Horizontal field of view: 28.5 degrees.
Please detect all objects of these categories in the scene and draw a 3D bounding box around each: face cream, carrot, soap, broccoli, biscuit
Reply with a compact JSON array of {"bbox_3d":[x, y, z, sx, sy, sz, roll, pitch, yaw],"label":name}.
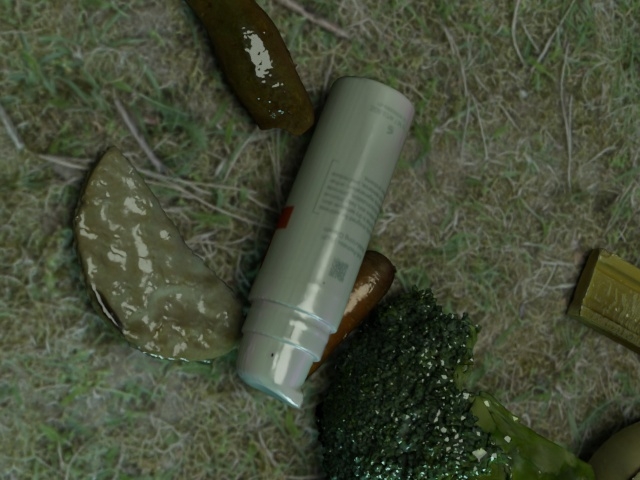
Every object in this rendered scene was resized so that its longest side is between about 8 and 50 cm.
[{"bbox_3d":[0.000,0.000,1.323,0.102,0.102,0.345,28,74,-24],"label":"face cream"},{"bbox_3d":[0.011,0.085,1.373,0.186,0.060,0.060,-48,111,-14],"label":"carrot"},{"bbox_3d":[0.420,0.100,1.587,0.252,0.037,0.092,28,80,-24],"label":"soap"},{"bbox_3d":[0.161,0.241,1.397,0.361,0.221,0.252,45,38,-21],"label":"broccoli"},{"bbox_3d":[-0.176,0.037,1.276,0.133,0.032,0.250,-47,110,-31],"label":"biscuit"}]

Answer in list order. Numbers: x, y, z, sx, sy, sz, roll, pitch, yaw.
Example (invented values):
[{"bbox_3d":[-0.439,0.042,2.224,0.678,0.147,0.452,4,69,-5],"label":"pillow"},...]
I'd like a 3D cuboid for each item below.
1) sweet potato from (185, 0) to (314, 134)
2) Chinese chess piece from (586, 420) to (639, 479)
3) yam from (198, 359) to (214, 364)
[{"bbox_3d":[-0.083,-0.207,1.305,0.077,0.077,0.244,-40,110,-19],"label":"sweet potato"},{"bbox_3d":[0.432,0.340,1.536,0.257,0.104,0.257,-3,102,-13],"label":"Chinese chess piece"},{"bbox_3d":[-0.159,0.098,1.312,0.116,0.021,0.021,32,79,-23],"label":"yam"}]
